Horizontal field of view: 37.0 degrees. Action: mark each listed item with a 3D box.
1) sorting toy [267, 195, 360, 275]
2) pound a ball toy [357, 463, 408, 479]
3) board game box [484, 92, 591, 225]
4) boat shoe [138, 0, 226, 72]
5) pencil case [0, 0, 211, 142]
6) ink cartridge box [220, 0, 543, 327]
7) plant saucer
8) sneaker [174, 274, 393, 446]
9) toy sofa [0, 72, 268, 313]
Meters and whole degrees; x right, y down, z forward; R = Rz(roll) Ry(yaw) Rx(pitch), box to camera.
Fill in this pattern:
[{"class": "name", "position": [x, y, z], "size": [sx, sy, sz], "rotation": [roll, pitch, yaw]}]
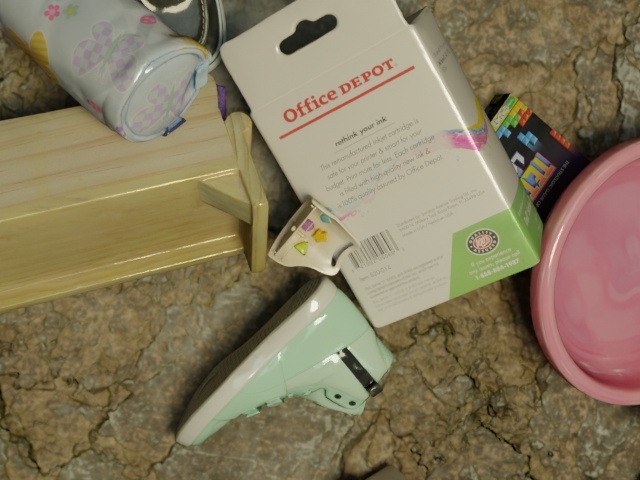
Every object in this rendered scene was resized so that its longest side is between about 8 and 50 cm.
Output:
[{"class": "sorting toy", "position": [0.000, 0.000, 1.011], "size": [0.075, 0.045, 0.083], "rotation": [36, 117, -9]}, {"class": "pound a ball toy", "position": [0.029, 0.367, 1.062], "size": [0.319, 0.208, 0.136], "rotation": [-29, 102, -9]}, {"class": "board game box", "position": [0.223, -0.068, 1.153], "size": [0.141, 0.048, 0.170], "rotation": [36, 86, -13]}, {"class": "boat shoe", "position": [-0.194, -0.326, 0.988], "size": [0.121, 0.119, 0.335], "rotation": [-28, 101, -10]}, {"class": "pencil case", "position": [-0.235, -0.218, 0.937], "size": [0.273, 0.113, 0.124], "rotation": [40, 72, 16]}, {"class": "ink cartridge box", "position": [0.070, -0.107, 1.031], "size": [0.207, 0.119, 0.353], "rotation": [-24, 103, 24]}, {"class": "plant saucer", "position": [0.385, 0.032, 1.160], "size": [0.332, 0.084, 0.332], "rotation": [-6, 106, -22]}, {"class": "sneaker", "position": [-0.037, 0.176, 1.065], "size": [0.256, 0.094, 0.151], "rotation": [-42, 103, 11]}, {"class": "toy sofa", "position": [-0.242, -0.033, 0.987], "size": [0.362, 0.150, 0.177], "rotation": [-14, 62, -12]}]
